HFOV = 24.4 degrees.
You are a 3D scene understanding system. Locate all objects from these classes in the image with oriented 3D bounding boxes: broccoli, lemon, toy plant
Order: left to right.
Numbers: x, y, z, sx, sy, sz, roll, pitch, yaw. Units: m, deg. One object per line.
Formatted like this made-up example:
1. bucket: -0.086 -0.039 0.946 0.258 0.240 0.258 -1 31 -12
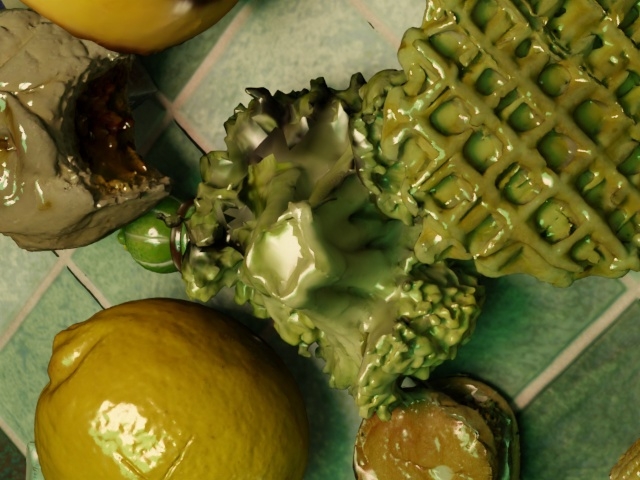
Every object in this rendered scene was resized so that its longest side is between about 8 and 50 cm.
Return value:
1. lemon: -0.160 0.204 1.585 0.297 0.297 0.297 7 106 28
2. toy plant: -0.152 -0.004 1.639 0.162 0.093 0.093 7 105 28
3. broccoli: -0.004 0.011 1.436 0.293 0.281 0.348 -12 86 15

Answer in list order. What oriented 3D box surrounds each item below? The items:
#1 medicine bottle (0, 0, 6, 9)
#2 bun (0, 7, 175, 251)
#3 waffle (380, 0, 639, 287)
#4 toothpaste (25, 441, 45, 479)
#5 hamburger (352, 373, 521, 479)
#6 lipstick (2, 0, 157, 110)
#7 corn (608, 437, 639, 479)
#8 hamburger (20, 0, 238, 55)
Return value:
1. medicine bottle: -0.460 -0.293 1.731 0.230 0.059 0.059 23 113 36
2. bun: -0.309 -0.113 1.545 0.281 0.204 0.282 9 107 30
3. waffle: 0.212 -0.104 1.333 0.317 0.073 0.297 3 96 -7
4. toothpaste: -0.354 0.360 1.874 0.064 0.041 0.218 13 106 14
5. hamburger: 0.125 0.217 1.535 0.177 0.113 0.186 -28 80 37
6. lipstick: -0.319 -0.302 1.667 0.079 0.076 0.372 -33 85 33
7. corn: 0.386 0.168 1.386 0.086 0.086 0.288 50 122 9
8. hamburger: -0.175 -0.398 1.383 0.277 0.395 0.396 -40 81 31
